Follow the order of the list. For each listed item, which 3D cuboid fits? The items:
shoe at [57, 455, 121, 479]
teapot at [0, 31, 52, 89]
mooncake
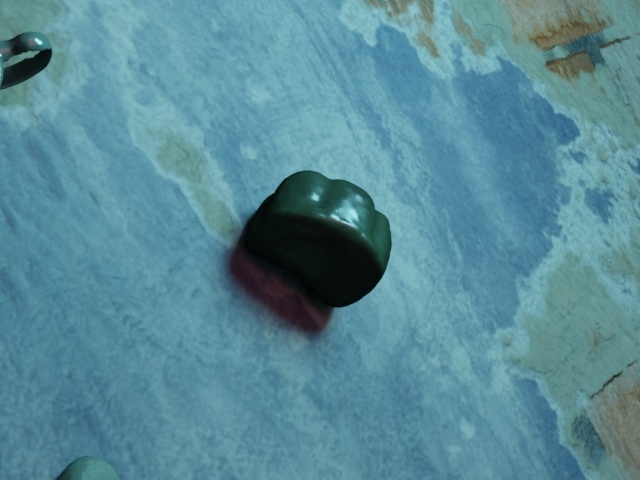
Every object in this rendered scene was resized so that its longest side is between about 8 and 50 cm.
[{"bbox_3d":[-0.227,0.294,1.077,0.079,0.078,0.195,34,55,-24],"label":"shoe"},{"bbox_3d":[-0.375,-0.172,1.118,0.239,0.149,0.162,-11,76,-43],"label":"teapot"},{"bbox_3d":[0.000,0.000,1.387,0.104,0.168,0.175,-80,156,-46],"label":"mooncake"}]
